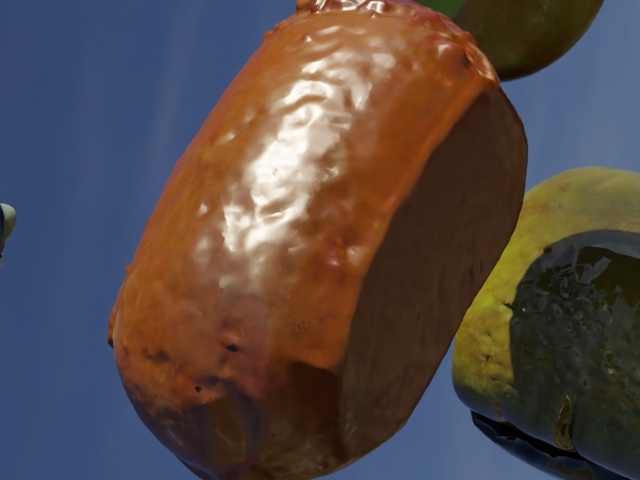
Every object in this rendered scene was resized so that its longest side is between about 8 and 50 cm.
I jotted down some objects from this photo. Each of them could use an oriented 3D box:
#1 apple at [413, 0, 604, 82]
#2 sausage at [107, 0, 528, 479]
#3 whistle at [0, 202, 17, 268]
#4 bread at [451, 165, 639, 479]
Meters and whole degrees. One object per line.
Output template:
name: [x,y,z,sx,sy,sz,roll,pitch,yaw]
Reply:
apple: [0.113,-0.189,1.306,0.146,0.163,0.147,-12,-32,-45]
sausage: [-0.001,0.000,0.959,0.268,0.141,0.153,-62,-38,-28]
whistle: [-0.317,-0.020,1.684,0.092,0.110,0.244,-41,-19,-1]
bread: [0.275,0.085,1.466,0.208,0.376,0.251,36,-100,-55]
